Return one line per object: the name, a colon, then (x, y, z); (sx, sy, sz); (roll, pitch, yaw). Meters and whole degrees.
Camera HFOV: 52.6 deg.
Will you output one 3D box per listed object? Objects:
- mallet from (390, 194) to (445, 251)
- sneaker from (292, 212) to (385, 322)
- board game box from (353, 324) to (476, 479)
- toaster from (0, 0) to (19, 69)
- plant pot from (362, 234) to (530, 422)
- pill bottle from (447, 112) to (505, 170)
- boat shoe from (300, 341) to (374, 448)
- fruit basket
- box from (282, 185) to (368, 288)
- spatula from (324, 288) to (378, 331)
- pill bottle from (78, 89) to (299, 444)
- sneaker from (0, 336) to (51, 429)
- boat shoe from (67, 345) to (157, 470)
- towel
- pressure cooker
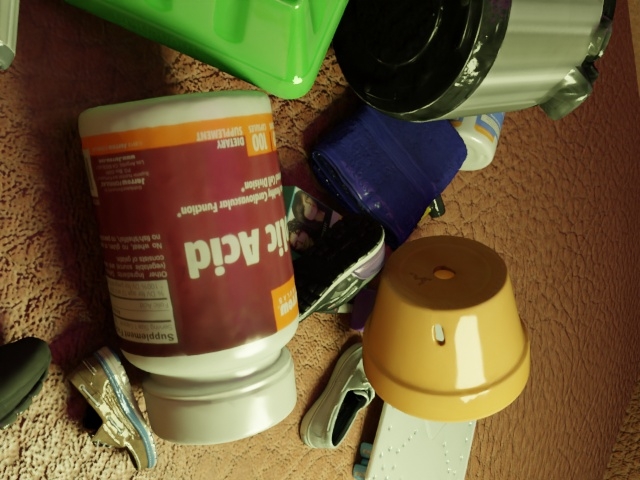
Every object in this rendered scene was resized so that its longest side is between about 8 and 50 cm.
mallet: (0.206, -0.031, 1.363); (0.189, 0.039, 0.062); (-52, 125, -30)
sneaker: (-0.010, 0.086, 1.004); (0.283, 0.107, 0.124); (-33, 143, -12)
board game box: (0.234, 0.355, 1.397); (0.390, 0.050, 0.389); (36, 64, -45)
toaster: (-0.379, -0.249, 0.577); (0.227, 0.129, 0.146); (17, 74, -47)
plant pot: (0.210, 0.128, 1.093); (0.291, 0.291, 0.203); (-44, 140, -40)
pill bottle: (0.328, -0.302, 1.404); (0.152, 0.152, 0.271); (41, 61, -43)
boat shoe: (0.054, 0.277, 1.152); (0.227, 0.081, 0.079); (-52, 128, -35)
fruit basket: (-0.136, -0.352, 0.764); (0.392, 0.392, 0.282); (28, 82, -47)
box: (0.000, 0.000, 1.092); (0.244, 0.060, 0.100); (29, 69, -47)
spatula: (0.036, 0.118, 1.158); (0.296, 0.030, 0.084); (16, 81, -53)
pill bottle: (-0.146, 0.027, 0.790); (0.224, 0.224, 0.391); (-20, 106, -48)
sneaker: (-0.390, 0.149, 0.601); (0.286, 0.109, 0.130); (-31, 108, -48)
boat shoe: (-0.258, 0.217, 0.796); (0.066, 0.066, 0.183); (-27, 116, -27)
towel: (0.132, -0.153, 1.192); (0.227, 0.076, 0.308); (49, 54, -9)
pressure cooker: (0.273, -0.387, 1.082); (0.421, 0.376, 0.369); (-15, 113, -36)
